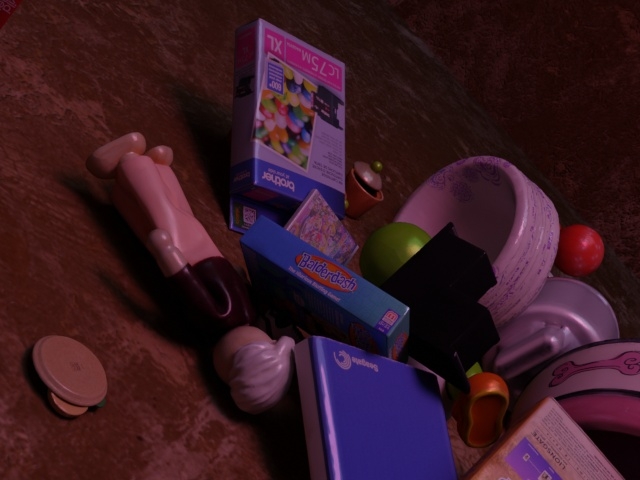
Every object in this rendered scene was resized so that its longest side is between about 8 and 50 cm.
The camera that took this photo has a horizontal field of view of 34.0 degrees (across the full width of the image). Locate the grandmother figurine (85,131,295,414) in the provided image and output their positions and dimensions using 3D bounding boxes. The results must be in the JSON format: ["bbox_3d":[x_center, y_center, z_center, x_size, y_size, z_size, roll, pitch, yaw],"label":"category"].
[{"bbox_3d":[-0.134,0.042,1.179,0.208,0.104,0.342,10,44,-59],"label":"grandmother figurine"}]

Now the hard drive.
[{"bbox_3d":[0.075,0.271,1.096,0.210,0.040,0.319,23,47,-40],"label":"hard drive"}]

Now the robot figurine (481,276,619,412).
[{"bbox_3d":[0.380,0.173,1.715,0.300,0.200,0.353,62,23,1],"label":"robot figurine"}]

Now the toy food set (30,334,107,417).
[{"bbox_3d":[-0.230,0.122,0.962,0.083,0.020,0.082,49,22,11],"label":"toy food set"}]

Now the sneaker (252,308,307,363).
[{"bbox_3d":[-0.039,0.118,1.280,0.109,0.044,0.040,28,26,-41],"label":"sneaker"}]

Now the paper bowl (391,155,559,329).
[{"bbox_3d":[0.239,0.022,1.618,0.148,0.284,0.284,34,24,-33],"label":"paper bowl"}]

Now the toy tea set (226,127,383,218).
[{"bbox_3d":[-0.004,-0.135,1.674,0.200,0.124,0.336,54,23,20],"label":"toy tea set"}]

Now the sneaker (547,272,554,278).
[{"bbox_3d":[0.417,0.139,1.941,0.321,0.126,0.127,34,19,-29],"label":"sneaker"}]

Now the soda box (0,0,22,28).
[{"bbox_3d":[-0.357,-0.328,1.198,0.083,0.263,0.092,36,24,-26],"label":"soda box"}]

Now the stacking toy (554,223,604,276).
[{"bbox_3d":[0.337,-0.014,1.839,0.330,0.141,0.141,15,6,30],"label":"stacking toy"}]

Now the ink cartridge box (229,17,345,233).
[{"bbox_3d":[-0.044,-0.145,1.511,0.186,0.065,0.311,20,65,-42],"label":"ink cartridge box"}]

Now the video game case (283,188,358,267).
[{"bbox_3d":[0.000,0.000,1.477,0.087,0.011,0.122,-55,127,-26],"label":"video game case"}]

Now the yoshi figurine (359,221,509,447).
[{"bbox_3d":[0.119,0.106,1.392,0.203,0.203,0.362,26,25,-26],"label":"yoshi figurine"}]

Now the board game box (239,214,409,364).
[{"bbox_3d":[0.007,0.074,1.238,0.210,0.047,0.160,33,-21,19],"label":"board game box"}]

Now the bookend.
[{"bbox_3d":[0.165,0.077,1.260,0.156,0.157,0.072,30,-24,45],"label":"bookend"}]

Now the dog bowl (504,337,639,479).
[{"bbox_3d":[0.374,0.327,1.215,0.408,0.408,0.150,49,38,9],"label":"dog bowl"}]

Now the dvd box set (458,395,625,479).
[{"bbox_3d":[0.203,0.378,0.990,0.307,0.062,0.420,49,48,8],"label":"dvd box set"}]
